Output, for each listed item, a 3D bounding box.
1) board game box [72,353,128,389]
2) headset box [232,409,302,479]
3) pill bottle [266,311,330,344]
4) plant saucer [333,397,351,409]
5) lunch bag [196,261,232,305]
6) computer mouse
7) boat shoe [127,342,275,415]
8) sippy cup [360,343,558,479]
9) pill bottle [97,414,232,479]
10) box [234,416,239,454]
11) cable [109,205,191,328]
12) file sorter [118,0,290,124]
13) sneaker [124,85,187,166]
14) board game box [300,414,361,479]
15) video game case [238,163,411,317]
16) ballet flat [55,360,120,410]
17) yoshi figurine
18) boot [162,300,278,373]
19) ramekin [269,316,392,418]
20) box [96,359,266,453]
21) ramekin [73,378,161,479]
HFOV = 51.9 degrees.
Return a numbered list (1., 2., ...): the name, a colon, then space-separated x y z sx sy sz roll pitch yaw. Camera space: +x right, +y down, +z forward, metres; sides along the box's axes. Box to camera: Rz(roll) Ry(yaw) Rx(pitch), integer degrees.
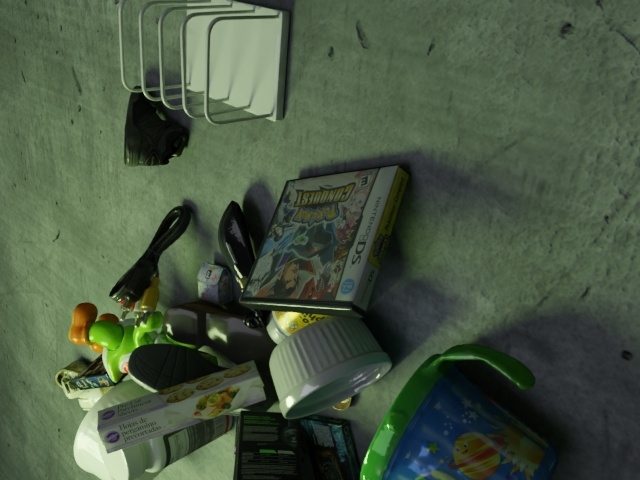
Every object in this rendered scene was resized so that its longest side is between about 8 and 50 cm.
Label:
1. board game box: -0.565 0.336 1.807 0.243 0.165 0.042 -19 110 47
2. headset box: -0.116 0.523 1.341 0.283 0.131 0.246 -98 15 -60
3. pill bottle: -0.017 0.111 1.189 0.117 0.118 0.208 56 135 16
4. plant saucer: 0.032 0.289 1.279 0.083 0.015 0.083 18 117 40
5. lunch bag: -0.237 0.094 1.460 0.071 0.053 0.083 14 111 36
6. computer mouse: -0.160 0.054 1.283 0.184 0.060 0.261 -87 -19 -85
7. boat shoe: -0.260 0.311 1.413 0.103 0.321 0.118 129 153 -49
8. sippy cup: 0.213 0.321 0.967 0.224 0.240 0.305 28 149 24
9. pill bottle: -0.364 0.442 1.549 0.161 0.283 0.161 19 117 41
10. box: -0.150 0.463 1.525 0.116 0.029 0.162 29 125 35
11. cable: -0.379 0.057 1.485 0.140 0.287 0.072 2 148 42
12. file sorter: -0.216 -0.334 1.191 0.278 0.173 0.192 27 123 37
13. sneaker: -0.368 -0.249 1.457 0.087 0.130 0.227 115 149 -44
14. board game box: 0.028 0.450 1.336 0.126 0.026 0.186 -6 99 47
15. video game case: 0.000 0.000 1.077 0.275 0.035 0.248 -2 61 46
16. ballet flat: -0.725 0.474 2.064 0.349 0.123 0.123 15 115 42
17. yoshi figurine: -0.398 0.215 1.565 0.362 0.203 0.202 11 121 19
18. boot: -0.176 0.191 1.401 0.305 0.115 0.112 17 108 18
19. ramekin: 0.009 0.215 1.143 0.207 0.207 0.109 -52 57 43
20. box: -0.271 0.326 1.297 0.067 0.324 0.063 -127 23 -64
21. ramekin: -0.488 0.515 1.723 0.135 0.277 0.277 26 122 29
